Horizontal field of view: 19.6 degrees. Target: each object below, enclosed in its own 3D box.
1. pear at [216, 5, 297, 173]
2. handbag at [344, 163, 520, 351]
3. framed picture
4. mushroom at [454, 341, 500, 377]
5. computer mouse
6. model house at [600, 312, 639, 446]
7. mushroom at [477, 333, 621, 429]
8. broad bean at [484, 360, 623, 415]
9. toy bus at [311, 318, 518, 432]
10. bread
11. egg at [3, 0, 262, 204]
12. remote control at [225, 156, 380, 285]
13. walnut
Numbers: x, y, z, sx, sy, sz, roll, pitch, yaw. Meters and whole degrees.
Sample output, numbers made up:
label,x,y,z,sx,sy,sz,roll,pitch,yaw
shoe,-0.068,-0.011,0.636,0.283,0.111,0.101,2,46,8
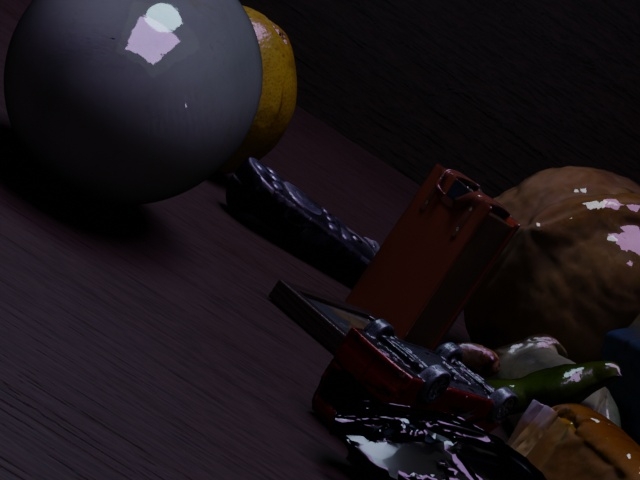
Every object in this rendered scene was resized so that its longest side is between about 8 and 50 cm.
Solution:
label,x,y,z,sx,sy,sz,roll,pitch,yaw
pear,-0.123,-0.192,2.263,0.209,0.209,0.209,33,8,-5
handbag,0.116,0.025,1.940,0.063,0.190,0.127,27,10,-32
framed picture,0.039,0.096,1.810,0.128,0.023,0.168,39,10,34
mushroom,0.098,0.127,1.645,0.130,0.072,0.088,-1,-3,-6
computer mouse,0.105,0.179,1.387,0.242,0.077,0.146,29,7,-32
model house,0.481,0.212,1.902,0.382,0.342,0.334,40,-3,-21
mushroom,0.248,0.181,1.877,0.333,0.107,0.087,-127,-165,-71
broad bean,0.194,0.147,1.813,0.195,0.046,0.061,-2,-22,-2
toy bus,0.080,0.130,1.520,0.081,0.089,0.195,39,10,32
bread,0.247,0.225,1.522,0.136,0.107,0.241,41,2,-27
egg,-0.170,-0.146,1.677,0.230,0.230,0.371,33,13,-2
remote control,0.000,0.000,2.142,0.266,0.066,0.090,35,20,-23
walnut,0.312,0.061,2.161,0.306,0.306,0.344,41,-2,43
